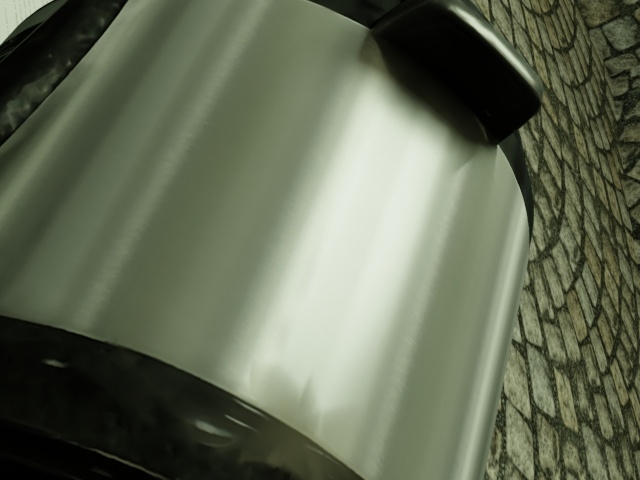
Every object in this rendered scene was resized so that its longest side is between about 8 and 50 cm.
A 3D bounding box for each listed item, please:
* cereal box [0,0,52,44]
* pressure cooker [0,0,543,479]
[{"bbox_3d":[-0.227,-0.167,0.743,0.240,0.047,0.173,-12,95,-74],"label":"cereal box"},{"bbox_3d":[-0.063,0.032,0.621,0.376,0.369,0.420,79,25,-47],"label":"pressure cooker"}]
